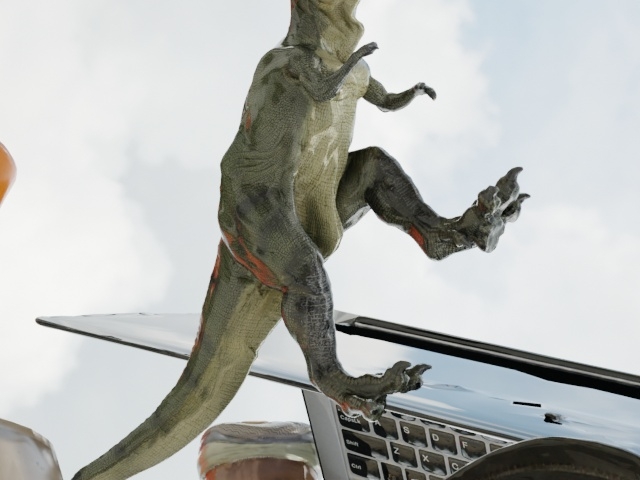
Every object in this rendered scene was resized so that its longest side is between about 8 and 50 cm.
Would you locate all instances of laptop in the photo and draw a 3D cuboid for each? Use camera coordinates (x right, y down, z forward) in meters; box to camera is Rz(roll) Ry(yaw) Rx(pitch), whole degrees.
[{"bbox_3d":[0.089,0.179,1.093,0.382,0.408,0.236,11,-141,32],"label":"laptop"}]

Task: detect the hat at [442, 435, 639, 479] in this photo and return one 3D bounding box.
[{"bbox_3d":[0.102,0.251,0.687,0.331,0.134,0.331,-37,-138,43],"label":"hat"}]

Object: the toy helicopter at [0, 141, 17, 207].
[{"bbox_3d":[-0.331,-0.034,0.870,0.140,0.355,0.235,-64,-171,-20],"label":"toy helicopter"}]

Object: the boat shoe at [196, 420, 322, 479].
[{"bbox_3d":[-0.044,0.249,1.408,0.123,0.324,0.116,-6,-118,3],"label":"boat shoe"}]

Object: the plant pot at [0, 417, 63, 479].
[{"bbox_3d":[-0.158,0.124,0.372,0.237,0.237,0.110,-31,-112,35],"label":"plant pot"}]

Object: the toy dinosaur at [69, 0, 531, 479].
[{"bbox_3d":[0.000,0.000,0.661,0.118,0.064,0.268,27,-76,24],"label":"toy dinosaur"}]
